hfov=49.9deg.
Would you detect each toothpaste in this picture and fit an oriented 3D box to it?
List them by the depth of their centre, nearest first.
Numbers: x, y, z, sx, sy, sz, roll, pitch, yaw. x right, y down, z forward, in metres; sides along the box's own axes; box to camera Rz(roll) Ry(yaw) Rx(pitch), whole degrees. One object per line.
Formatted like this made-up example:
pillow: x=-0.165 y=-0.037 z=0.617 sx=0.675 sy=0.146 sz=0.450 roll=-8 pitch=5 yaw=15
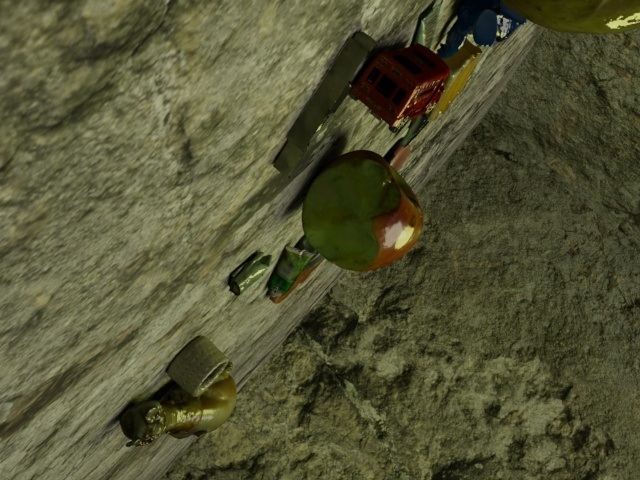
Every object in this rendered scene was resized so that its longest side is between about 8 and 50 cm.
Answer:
toothpaste: x=0.194 y=-0.372 z=1.305 sx=0.056 sy=0.036 sz=0.205 roll=-46 pitch=167 yaw=-16
toothpaste: x=-0.087 y=0.082 z=1.751 sx=0.248 sy=0.078 sz=0.046 roll=124 pitch=-21 yaw=-53

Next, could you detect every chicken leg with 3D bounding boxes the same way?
chicken leg: x=-0.323 y=0.388 z=1.585 sx=0.201 sy=0.152 sz=0.429 roll=-40 pitch=166 yaw=11

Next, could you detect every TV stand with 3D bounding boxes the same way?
TV stand: x=0.002 y=-0.197 z=1.032 sx=0.249 sy=0.036 sz=0.042 roll=-54 pitch=172 yaw=27

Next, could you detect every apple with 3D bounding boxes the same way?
apple: x=0.079 y=-0.052 z=1.397 sx=0.226 sy=0.246 sz=0.246 roll=-37 pitch=176 yaw=15

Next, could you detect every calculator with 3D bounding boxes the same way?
calculator: x=0.171 y=-0.171 z=2.052 sx=0.329 sy=0.048 sz=0.220 roll=-54 pitch=170 yaw=8

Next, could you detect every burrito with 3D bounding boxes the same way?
burrito: x=-0.142 y=0.064 z=1.426 sx=0.118 sy=0.044 sz=0.074 roll=-41 pitch=164 yaw=-33

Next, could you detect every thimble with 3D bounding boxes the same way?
thimble: x=-0.272 y=0.277 z=1.525 sx=0.115 sy=0.090 sz=0.102 roll=-37 pitch=162 yaw=-52

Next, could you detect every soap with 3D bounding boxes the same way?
soap: x=0.313 y=-0.400 z=1.678 sx=0.140 sy=0.073 sz=0.232 roll=-49 pitch=172 yaw=-16

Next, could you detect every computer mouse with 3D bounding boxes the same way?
computer mouse: x=0.002 y=0.001 z=1.818 sx=0.231 sy=0.071 sz=0.126 roll=-49 pitch=172 yaw=-12

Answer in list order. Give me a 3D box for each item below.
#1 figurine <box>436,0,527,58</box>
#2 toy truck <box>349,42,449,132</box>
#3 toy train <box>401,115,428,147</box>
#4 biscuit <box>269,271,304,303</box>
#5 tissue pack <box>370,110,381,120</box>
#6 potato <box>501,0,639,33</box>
figurine: x=0.335 y=-0.461 z=1.417 sx=0.164 sy=0.120 sz=0.262 roll=-24 pitch=-169 yaw=-8
toy truck: x=0.154 y=-0.280 z=1.228 sx=0.114 sy=0.107 sz=0.253 roll=-54 pitch=171 yaw=31
toy train: x=0.289 y=-0.351 z=1.858 sx=0.234 sy=0.051 sz=0.052 roll=-47 pitch=172 yaw=4
biscuit: x=-0.053 y=0.080 z=1.977 sx=0.289 sy=0.044 sz=0.202 roll=-43 pitch=170 yaw=-49
tissue pack: x=0.141 y=-0.285 z=1.406 sx=0.083 sy=0.035 sz=0.063 roll=-36 pitch=164 yaw=-53
potato: x=0.336 y=-0.389 z=0.884 sx=0.213 sy=0.280 sz=0.330 roll=-34 pitch=150 yaw=-27
